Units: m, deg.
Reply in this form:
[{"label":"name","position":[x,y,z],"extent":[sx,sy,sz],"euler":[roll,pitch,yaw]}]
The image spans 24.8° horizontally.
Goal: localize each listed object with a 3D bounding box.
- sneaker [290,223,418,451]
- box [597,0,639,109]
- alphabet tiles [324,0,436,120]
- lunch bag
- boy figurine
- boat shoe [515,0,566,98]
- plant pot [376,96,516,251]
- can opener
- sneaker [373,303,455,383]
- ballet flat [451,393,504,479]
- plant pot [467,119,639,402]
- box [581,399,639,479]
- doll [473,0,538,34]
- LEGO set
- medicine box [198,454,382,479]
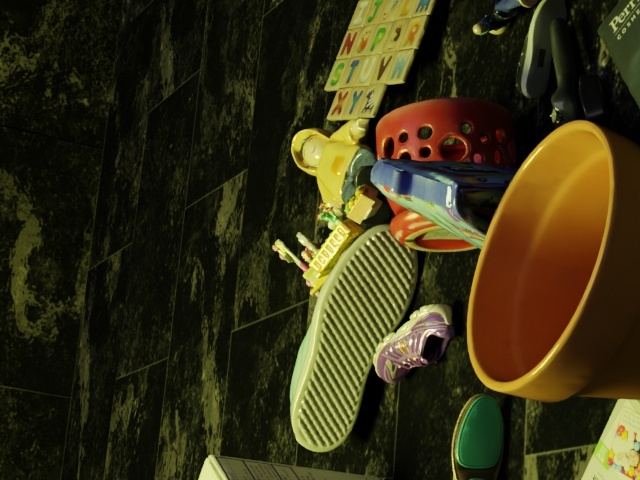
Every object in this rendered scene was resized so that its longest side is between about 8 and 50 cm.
[{"label":"sneaker","position":[0.033,0.134,2.235],"extent":[0.366,0.135,0.150],"euler":[-65,14,7]},{"label":"box","position":[0.466,-0.161,1.300],"extent":[0.293,0.212,0.395],"euler":[-55,28,29]},{"label":"alphabet tiles","position":[0.109,-0.355,2.372],"extent":[0.285,0.011,0.342],"euler":[7,74,66]},{"label":"lunch bag","position":[0.208,-0.035,1.745],"extent":[0.221,0.293,0.138],"euler":[28,104,64]},{"label":"boy figurine","position":[0.039,-0.126,2.393],"extent":[0.285,0.092,0.177],"euler":[46,123,57]},{"label":"boat shoe","position":[0.293,-0.263,1.967],"extent":[0.040,0.049,0.142],"euler":[29,107,65]},{"label":"plant pot","position":[0.173,-0.082,1.976],"extent":[0.191,0.191,0.174],"euler":[-28,60,59]},{"label":"can opener","position":[0.324,-0.211,1.885],"extent":[0.059,0.073,0.186],"euler":[71,-170,-49]},{"label":"sneaker","position":[0.134,0.159,2.085],"extent":[0.170,0.068,0.071],"euler":[-52,40,42]},{"label":"ballet flat","position":[0.196,0.303,1.884],"extent":[0.067,0.073,0.206],"euler":[128,152,-69]},{"label":"plant pot","position":[0.309,0.043,1.505],"extent":[0.291,0.204,0.290],"euler":[-162,90,-74]},{"label":"box","position":[0.366,0.228,1.592],"extent":[0.186,0.038,0.145],"euler":[-70,25,18]},{"label":"doll","position":[0.263,-0.326,2.011],"extent":[0.129,0.046,0.189],"euler":[-42,2,-12]},{"label":"LEGO set","position":[0.000,0.000,2.244],"extent":[0.107,0.132,0.287],"euler":[44,154,17]},{"label":"medicine box","position":[-0.051,0.466,2.059],"extent":[0.149,0.289,0.263],"euler":[47,121,61]}]
